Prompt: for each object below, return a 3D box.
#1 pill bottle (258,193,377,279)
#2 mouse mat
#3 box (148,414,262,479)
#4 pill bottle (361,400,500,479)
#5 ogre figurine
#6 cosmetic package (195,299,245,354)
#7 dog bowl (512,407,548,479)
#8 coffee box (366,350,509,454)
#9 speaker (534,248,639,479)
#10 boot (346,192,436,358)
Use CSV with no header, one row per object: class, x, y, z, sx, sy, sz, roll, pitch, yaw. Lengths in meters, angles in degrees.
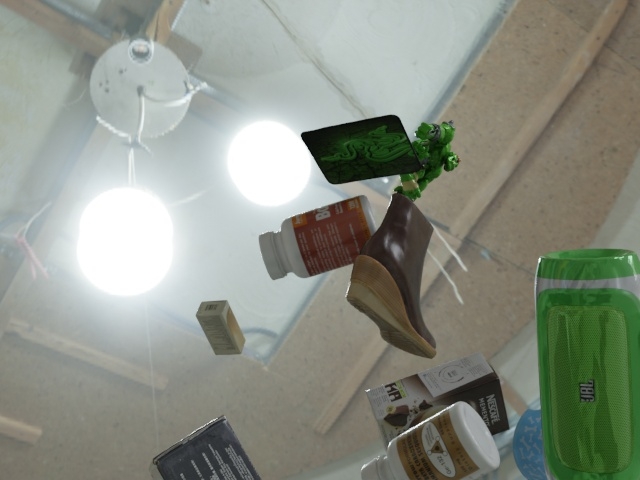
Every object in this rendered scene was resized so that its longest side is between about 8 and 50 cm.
pill bottle,0.000,0.000,1.357,0.216,0.121,0.121,-17,-62,4
mouse mat,0.074,-0.160,1.314,0.189,0.007,0.152,-8,-39,24
box,-0.061,0.404,0.835,0.097,0.318,0.395,-29,-99,-23
pill bottle,0.193,0.400,1.311,0.229,0.131,0.131,-35,-62,17
ogre figurine,0.208,-0.162,1.416,0.118,0.097,0.197,-33,-48,-33
cosmetic package,-0.195,0.173,1.433,0.060,0.041,0.115,-4,-52,17
dog bowl,0.494,0.340,1.386,0.297,0.074,0.166,-46,-72,-16
coffee box,0.278,0.403,1.723,0.297,0.119,0.168,-20,-63,-2
speaker,0.325,0.162,0.863,0.131,0.131,0.297,-5,-86,-11
boot,0.157,0.066,1.231,0.248,0.090,0.207,44,-116,-36
